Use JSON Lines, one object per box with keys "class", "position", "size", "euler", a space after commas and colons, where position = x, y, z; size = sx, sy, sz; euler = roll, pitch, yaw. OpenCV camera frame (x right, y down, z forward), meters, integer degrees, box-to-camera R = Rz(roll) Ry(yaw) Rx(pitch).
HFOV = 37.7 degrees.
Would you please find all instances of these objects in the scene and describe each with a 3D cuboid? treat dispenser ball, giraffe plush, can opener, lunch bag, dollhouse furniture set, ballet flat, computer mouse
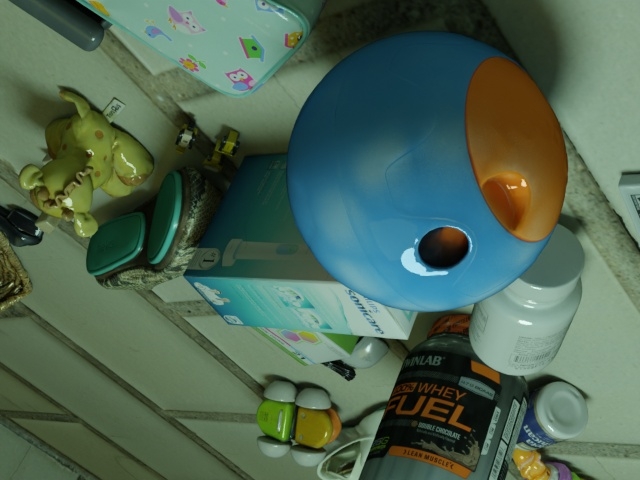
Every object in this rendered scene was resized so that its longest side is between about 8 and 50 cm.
{"class": "treat dispenser ball", "position": [0.108, -0.070, 0.971], "size": [0.288, 0.288, 0.288], "euler": [18, 150, 11]}
{"class": "giraffe plush", "position": [-0.359, -0.097, 1.389], "size": [0.181, 0.170, 0.210], "euler": [27, 150, -4]}
{"class": "can opener", "position": [-0.366, -0.338, 1.103], "size": [0.283, 0.076, 0.095], "euler": [33, 150, -17]}
{"class": "lunch bag", "position": [-0.144, -0.284, 0.996], "size": [0.279, 0.107, 0.224], "euler": [34, 152, -15]}
{"class": "dollhouse furniture set", "position": [-0.461, -0.076, 1.560], "size": [0.081, 0.114, 0.091], "euler": [0, 145, 43]}
{"class": "can opener", "position": [-0.611, -0.047, 1.785], "size": [0.186, 0.073, 0.059], "euler": [28, -171, -1]}
{"class": "ballet flat", "position": [0.108, 0.443, 1.959], "size": [0.139, 0.139, 0.400], "euler": [33, 149, -14]}
{"class": "computer mouse", "position": [0.053, 0.215, 1.719], "size": [0.106, 0.042, 0.193], "euler": [34, 149, -14]}
{"class": "ballet flat", "position": [-0.225, -0.004, 1.493], "size": [0.182, 0.163, 0.483], "euler": [14, 163, -26]}

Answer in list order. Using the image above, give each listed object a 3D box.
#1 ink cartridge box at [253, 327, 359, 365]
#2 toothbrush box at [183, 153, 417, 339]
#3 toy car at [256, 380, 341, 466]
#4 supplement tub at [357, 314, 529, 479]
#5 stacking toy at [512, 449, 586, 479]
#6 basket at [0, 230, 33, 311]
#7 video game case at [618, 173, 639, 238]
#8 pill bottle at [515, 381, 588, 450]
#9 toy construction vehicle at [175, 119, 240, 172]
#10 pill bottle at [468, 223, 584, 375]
{"class": "ink cartridge box", "position": [0.001, 0.105, 1.527], "size": [0.189, 0.097, 0.255], "euler": [39, 148, -24]}
{"class": "toothbrush box", "position": [0.000, 0.000, 1.240], "size": [0.296, 0.216, 0.126], "euler": [-1, 142, 35]}
{"class": "toy car", "position": [-0.042, 0.381, 1.984], "size": [0.182, 0.159, 0.136], "euler": [8, -177, 26]}
{"class": "supplement tub", "position": [0.196, 0.297, 1.447], "size": [0.207, 0.338, 0.207], "euler": [18, 149, 11]}
{"class": "stacking toy", "position": [0.449, 0.488, 1.788], "size": [0.166, 0.175, 0.302], "euler": [-19, 118, 47]}
{"class": "basket", "position": [-0.768, 0.080, 1.929], "size": [0.223, 0.213, 0.299], "euler": [19, 150, 11]}
{"class": "video game case", "position": [0.462, -0.008, 1.083], "size": [0.184, 0.023, 0.201], "euler": [0, 141, 37]}
{"class": "pill bottle", "position": [0.364, 0.302, 1.580], "size": [0.094, 0.094, 0.169], "euler": [29, 150, -8]}
{"class": "toy construction vehicle", "position": [-0.160, -0.137, 1.325], "size": [0.086, 0.035, 0.098], "euler": [18, 154, -10]}
{"class": "pill bottle", "position": [0.274, 0.076, 1.245], "size": [0.131, 0.131, 0.229], "euler": [18, 150, 12]}
